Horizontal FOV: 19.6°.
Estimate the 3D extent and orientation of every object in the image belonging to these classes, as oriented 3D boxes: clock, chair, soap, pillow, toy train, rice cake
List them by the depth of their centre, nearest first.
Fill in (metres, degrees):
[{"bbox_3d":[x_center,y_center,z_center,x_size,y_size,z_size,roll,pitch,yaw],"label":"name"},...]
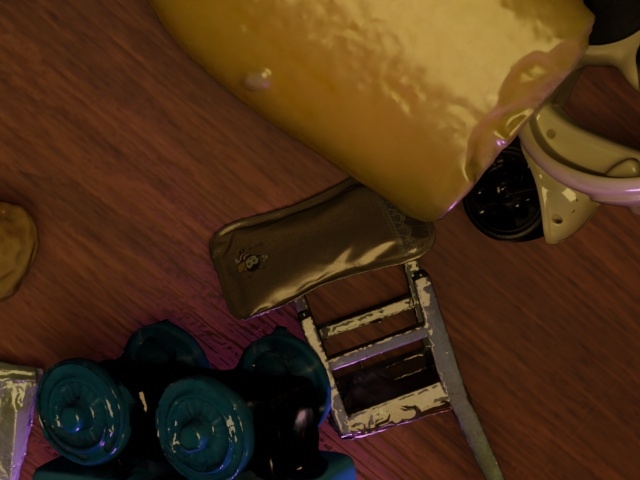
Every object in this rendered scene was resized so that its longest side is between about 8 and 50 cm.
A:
[{"bbox_3d":[0.026,-0.240,1.758,0.427,0.115,0.306,41,108,-5],"label":"soap"},{"bbox_3d":[0.293,-0.159,1.764,0.276,0.120,0.379,18,104,29],"label":"clock"},{"bbox_3d":[-0.129,0.223,1.766,0.300,0.188,0.265,3,105,31],"label":"toy train"},{"bbox_3d":[0.000,0.000,1.823,0.217,0.130,0.033,-21,142,1],"label":"pillow"},{"bbox_3d":[0.078,0.158,1.842,0.147,0.136,0.270,-20,104,0],"label":"chair"},{"bbox_3d":[-0.340,0.228,1.862,0.085,0.040,0.226,10,100,-8],"label":"rice cake"}]

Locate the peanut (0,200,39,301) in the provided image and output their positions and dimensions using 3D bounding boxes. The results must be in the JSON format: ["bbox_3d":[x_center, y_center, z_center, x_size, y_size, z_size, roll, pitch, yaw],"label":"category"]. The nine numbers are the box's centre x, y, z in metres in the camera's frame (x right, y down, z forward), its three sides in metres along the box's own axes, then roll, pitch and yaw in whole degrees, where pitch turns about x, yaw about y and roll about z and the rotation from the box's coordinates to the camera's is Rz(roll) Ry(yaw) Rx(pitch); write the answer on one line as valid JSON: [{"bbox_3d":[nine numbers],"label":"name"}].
[{"bbox_3d":[-0.424,0.015,1.771,0.305,0.147,0.147,-14,102,-7],"label":"peanut"}]
